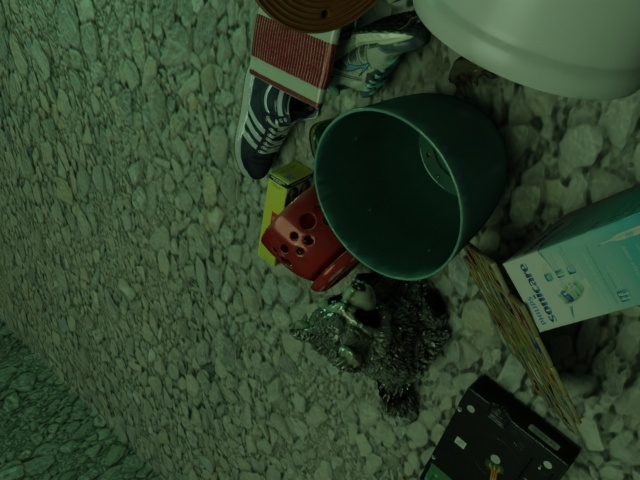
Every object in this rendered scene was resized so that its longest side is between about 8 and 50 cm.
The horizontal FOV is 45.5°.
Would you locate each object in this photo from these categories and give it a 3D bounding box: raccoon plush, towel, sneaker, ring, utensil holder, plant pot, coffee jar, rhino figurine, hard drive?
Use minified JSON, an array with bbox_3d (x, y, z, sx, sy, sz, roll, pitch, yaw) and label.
[{"bbox_3d":[0.106,0.265,1.528,0.216,0.299,0.446,7,118,42],"label":"raccoon plush"},{"bbox_3d":[-0.030,-0.428,1.367,0.237,0.037,0.329,36,122,44],"label":"towel"},{"bbox_3d":[-0.092,-0.230,1.588,0.153,0.099,0.282,31,129,31],"label":"sneaker"},{"bbox_3d":[0.012,-0.484,1.161,0.032,0.337,0.336,37,136,41],"label":"ring"},{"bbox_3d":[0.320,-0.416,0.899,0.328,0.328,0.385,38,133,23],"label":"utensil holder"},{"bbox_3d":[0.000,0.000,1.564,0.174,0.191,0.191,49,138,7],"label":"plant pot"},{"bbox_3d":[0.033,-0.178,1.454,0.184,0.079,0.096,-132,29,-70],"label":"coffee jar"},{"bbox_3d":[0.099,-0.323,1.353,0.283,0.110,0.122,5,122,54],"label":"sneaker"},{"bbox_3d":[0.174,-0.115,1.283,0.293,0.235,0.293,25,130,33],"label":"plant pot"},{"bbox_3d":[0.237,-0.338,1.216,0.106,0.073,0.243,22,128,38],"label":"rhino figurine"},{"bbox_3d":[0.356,0.463,1.573,0.237,0.064,0.339,37,134,24],"label":"hard drive"}]

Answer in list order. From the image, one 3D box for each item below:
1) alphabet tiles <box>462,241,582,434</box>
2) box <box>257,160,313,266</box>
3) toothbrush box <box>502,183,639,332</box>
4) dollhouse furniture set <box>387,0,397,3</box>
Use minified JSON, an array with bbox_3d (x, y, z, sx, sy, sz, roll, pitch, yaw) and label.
[{"bbox_3d":[0.333,0.157,1.291,0.342,0.011,0.285,61,-179,-16],"label":"alphabet tiles"},{"bbox_3d":[-0.080,-0.057,1.688,0.058,0.087,0.232,35,133,25],"label":"box"},{"bbox_3d":[0.448,0.003,1.094,0.295,0.216,0.126,-27,92,48],"label":"toothbrush box"},{"bbox_3d":[0.162,-0.474,1.173,0.144,0.123,0.151,-12,102,60],"label":"dollhouse furniture set"}]
